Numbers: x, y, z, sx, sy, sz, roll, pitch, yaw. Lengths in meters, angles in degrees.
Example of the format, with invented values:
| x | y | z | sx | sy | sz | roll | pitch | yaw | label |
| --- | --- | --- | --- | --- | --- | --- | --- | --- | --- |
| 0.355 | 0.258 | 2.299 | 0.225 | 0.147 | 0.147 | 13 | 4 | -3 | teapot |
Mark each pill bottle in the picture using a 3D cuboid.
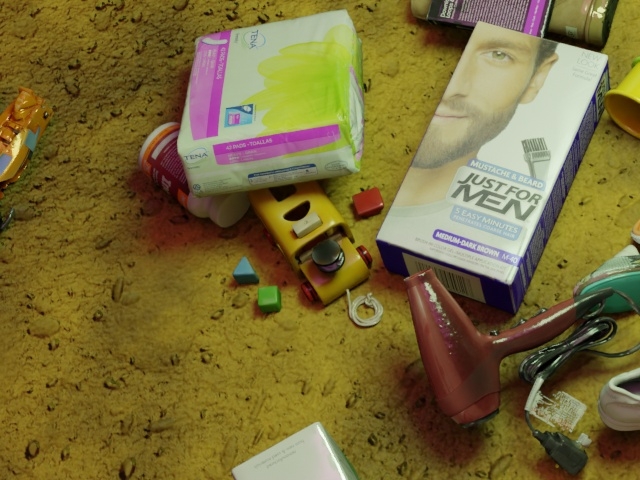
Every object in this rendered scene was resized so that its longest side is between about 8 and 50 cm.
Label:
| x | y | z | sx | sy | sz | roll | pitch | yaw | label |
| --- | --- | --- | --- | --- | --- | --- | --- | --- | --- |
| -0.166 | -0.086 | 1.882 | 0.152 | 0.086 | 0.086 | 39 | 78 | 25 | pill bottle |

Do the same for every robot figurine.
| x | y | z | sx | sy | sz | roll | pitch | yaw | label |
| --- | --- | --- | --- | --- | --- | --- | --- | --- | --- |
| -0.511 | -0.097 | 1.965 | 0.211 | 0.085 | 0.291 | 22 | 72 | 22 | robot figurine |

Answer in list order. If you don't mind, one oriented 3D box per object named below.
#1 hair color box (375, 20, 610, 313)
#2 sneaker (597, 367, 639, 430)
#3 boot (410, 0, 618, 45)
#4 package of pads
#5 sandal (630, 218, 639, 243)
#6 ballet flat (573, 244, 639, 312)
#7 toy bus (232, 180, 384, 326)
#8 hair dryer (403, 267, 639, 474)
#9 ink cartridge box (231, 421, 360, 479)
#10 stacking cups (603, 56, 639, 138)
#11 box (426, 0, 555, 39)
| x | y | z | sx | sy | sz | roll | pitch | yaw | label |
| --- | --- | --- | --- | --- | --- | --- | --- | --- | --- |
| 0.225 | -0.097 | 1.791 | 0.185 | 0.110 | 0.339 | 19 | 69 | 20 | hair color box |
| 0.420 | 0.159 | 1.587 | 0.212 | 0.094 | 0.080 | -16 | 58 | -2 | sneaker |
| 0.283 | -0.389 | 1.925 | 0.269 | 0.089 | 0.236 | 14 | 69 | 20 | boot |
| -0.056 | -0.186 | 1.837 | 0.229 | 0.101 | 0.297 | -9 | 37 | 7 | package of pads |
| 0.491 | -0.073 | 1.687 | 0.265 | 0.076 | 0.102 | -21 | 20 | 25 | sandal |
| 0.413 | 0.036 | 1.713 | 0.221 | 0.077 | 0.079 | -9 | 45 | 3 | ballet flat |
| -0.011 | -0.006 | 1.801 | 0.202 | 0.104 | 0.191 | 7 | 67 | 16 | toy bus |
| 0.222 | 0.123 | 1.663 | 0.293 | 0.080 | 0.224 | 27 | 80 | -7 | hair dryer |
| 0.044 | 0.399 | 1.542 | 0.119 | 0.207 | 0.353 | -28 | 64 | 0 | ink cartridge box |
| 0.499 | -0.269 | 1.822 | 0.096 | 0.096 | 0.316 | 36 | 75 | 24 | stacking cups |
| 0.232 | -0.332 | 1.869 | 0.162 | 0.029 | 0.116 | 14 | 84 | 17 | box |
